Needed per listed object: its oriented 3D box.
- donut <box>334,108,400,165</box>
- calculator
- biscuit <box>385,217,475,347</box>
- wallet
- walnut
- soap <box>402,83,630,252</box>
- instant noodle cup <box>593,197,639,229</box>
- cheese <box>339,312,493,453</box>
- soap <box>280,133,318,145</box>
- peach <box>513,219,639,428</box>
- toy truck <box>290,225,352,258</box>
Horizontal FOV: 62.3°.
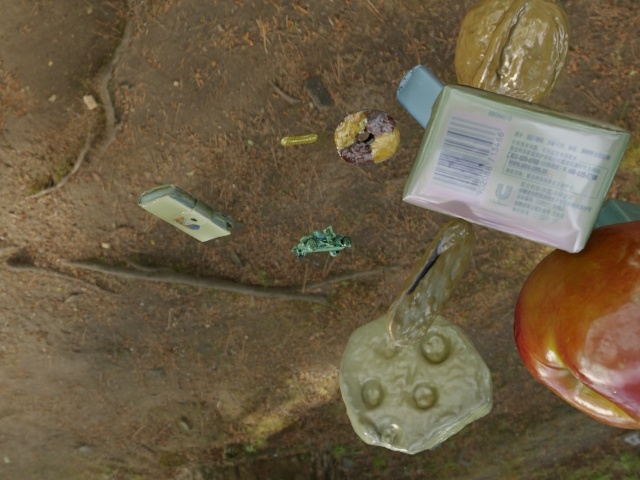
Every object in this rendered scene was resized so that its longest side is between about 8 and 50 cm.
[{"bbox_3d":[0.133,-0.300,1.522,0.184,0.073,0.166,-21,113,12],"label":"donut"},{"bbox_3d":[0.291,-0.385,1.447,0.039,0.210,0.121,-2,138,-48],"label":"calculator"},{"bbox_3d":[0.111,0.042,0.528,0.147,0.018,0.071,-57,136,-8],"label":"biscuit"},{"bbox_3d":[-0.251,-0.053,1.007,0.110,0.039,0.155,-10,148,39],"label":"wallet"},{"bbox_3d":[0.391,-0.393,1.096,0.257,0.225,0.257,-40,152,-27],"label":"walnut"},{"bbox_3d":[0.214,-0.095,0.616,0.200,0.182,0.138,18,108,9],"label":"soap"},{"bbox_3d":[0.523,-0.002,0.874,0.179,0.157,0.070,8,134,-27],"label":"instant noodle cup"},{"bbox_3d":[0.203,0.299,1.139,0.327,0.317,0.115,15,160,25],"label":"cheese"},{"bbox_3d":[-0.048,-0.234,1.229,0.089,0.012,0.034,-10,159,-11],"label":"soap"},{"bbox_3d":[0.341,0.083,0.578,0.244,0.243,0.199,-26,121,13],"label":"peach"},{"bbox_3d":[0.001,0.000,1.385,0.154,0.077,0.080,-4,162,-33],"label":"toy truck"}]
